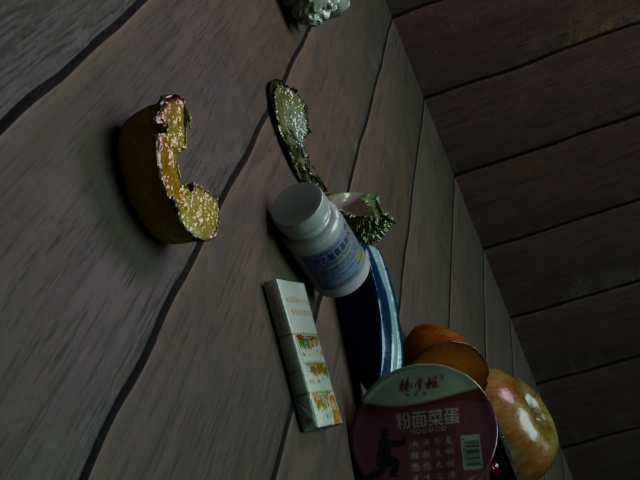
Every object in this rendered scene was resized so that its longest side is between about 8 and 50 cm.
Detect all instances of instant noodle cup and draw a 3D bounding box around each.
[{"bbox_3d":[0.176,0.339,1.848,0.178,0.235,0.234,67,12,-57],"label":"instant noodle cup"}]

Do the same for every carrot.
[{"bbox_3d":[0.235,0.235,2.293,0.225,0.159,0.159,-107,174,-73],"label":"carrot"}]

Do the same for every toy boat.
[{"bbox_3d":[0.083,0.148,1.961,0.062,0.096,0.299,29,46,-55],"label":"toy boat"}]

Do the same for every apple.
[{"bbox_3d":[0.342,0.395,2.334,0.264,0.264,0.264,-18,90,-75],"label":"apple"}]

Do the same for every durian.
[{"bbox_3d":[0.062,-0.032,2.046,0.220,0.137,0.095,-118,-152,-82],"label":"durian"}]

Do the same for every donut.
[{"bbox_3d":[-0.181,-0.075,1.335,0.146,0.078,0.181,-64,140,-67],"label":"donut"}]

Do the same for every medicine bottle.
[{"bbox_3d":[0.000,0.000,1.814,0.186,0.103,0.102,58,21,-44],"label":"medicine bottle"}]

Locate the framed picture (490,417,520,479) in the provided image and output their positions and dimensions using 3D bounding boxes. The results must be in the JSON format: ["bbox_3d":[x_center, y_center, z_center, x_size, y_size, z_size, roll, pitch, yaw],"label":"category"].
[{"bbox_3d":[0.255,0.366,2.088,0.324,0.013,0.244,11,-53,63],"label":"framed picture"}]

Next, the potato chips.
[{"bbox_3d":[-0.040,-0.184,2.044,0.219,0.029,0.202,69,16,1],"label":"potato chips"}]

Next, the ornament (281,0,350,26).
[{"bbox_3d":[-0.003,-0.515,2.370,0.285,0.120,0.130,-57,125,-73],"label":"ornament"}]

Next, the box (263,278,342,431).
[{"bbox_3d":[-0.024,0.167,1.673,0.122,0.032,0.220,20,52,-72],"label":"box"}]

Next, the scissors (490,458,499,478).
[{"bbox_3d":[0.222,0.351,2.045,0.248,0.017,0.144,-13,-83,61],"label":"scissors"}]
